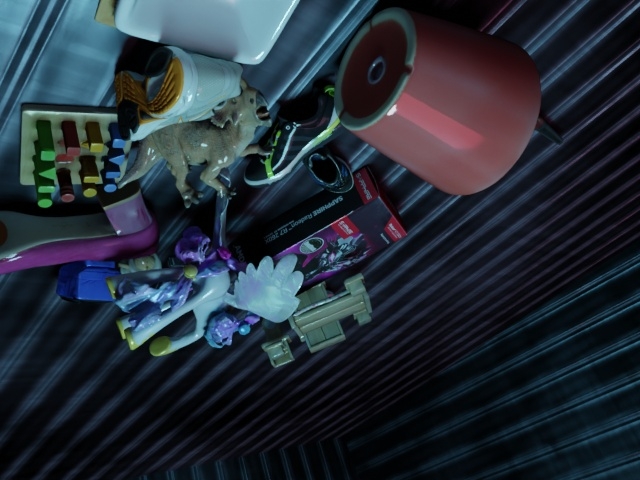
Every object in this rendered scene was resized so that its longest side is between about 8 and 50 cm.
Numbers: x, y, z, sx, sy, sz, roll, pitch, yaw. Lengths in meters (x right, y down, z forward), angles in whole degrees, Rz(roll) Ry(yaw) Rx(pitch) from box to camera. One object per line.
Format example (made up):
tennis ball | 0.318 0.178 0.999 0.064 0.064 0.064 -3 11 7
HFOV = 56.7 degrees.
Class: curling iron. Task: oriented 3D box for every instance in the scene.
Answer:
curling iron | 0.479 -0.261 1.344 0.273 0.035 0.068 7 143 -42

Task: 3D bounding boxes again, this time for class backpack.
backpack | -0.459 0.077 1.175 0.120 0.101 0.097 -5 165 44

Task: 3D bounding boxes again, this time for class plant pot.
plant pot | 0.173 -0.234 0.960 0.243 0.275 0.275 15 135 -34

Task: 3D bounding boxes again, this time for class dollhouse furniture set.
dollhouse furniture set | -0.043 0.154 1.493 0.303 0.174 0.356 -22 155 -3

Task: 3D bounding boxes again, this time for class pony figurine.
pony figurine | -0.206 0.077 1.129 0.363 0.303 0.351 -20 155 -22

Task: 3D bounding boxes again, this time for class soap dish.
soap dish | -0.109 -0.357 0.678 0.228 0.118 0.291 2 142 -38

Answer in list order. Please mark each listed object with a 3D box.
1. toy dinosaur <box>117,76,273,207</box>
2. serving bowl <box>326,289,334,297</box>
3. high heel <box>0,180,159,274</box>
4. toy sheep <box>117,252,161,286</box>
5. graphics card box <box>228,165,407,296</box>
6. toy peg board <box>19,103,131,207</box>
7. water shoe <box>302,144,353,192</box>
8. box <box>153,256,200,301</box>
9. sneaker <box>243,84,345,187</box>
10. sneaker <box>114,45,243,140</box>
toy dinosaur | -0.197 -0.172 0.929 0.295 0.127 0.200 -8 136 12
serving bowl | 0.000 0.167 1.723 0.083 0.027 0.083 -17 150 -10
high heel | -0.470 0.027 1.040 0.377 0.127 0.181 -19 140 -15
toy sheep | -0.372 0.058 1.222 0.091 0.091 0.132 -9 162 -24
graphics card box | 0.000 0.000 1.378 0.370 0.094 0.233 -28 151 11
toy peg board | -0.374 -0.121 0.922 0.160 0.079 0.161 -4 146 -31
water shoe | 0.013 -0.131 1.170 0.072 0.080 0.203 -30 146 14
box | -0.317 0.092 1.370 0.116 0.029 0.162 -1 143 -35
sneaker | -0.060 -0.191 1.049 0.234 0.084 0.097 -37 136 13
sneaker | -0.199 -0.192 0.817 0.121 0.099 0.262 -7 -173 -36
